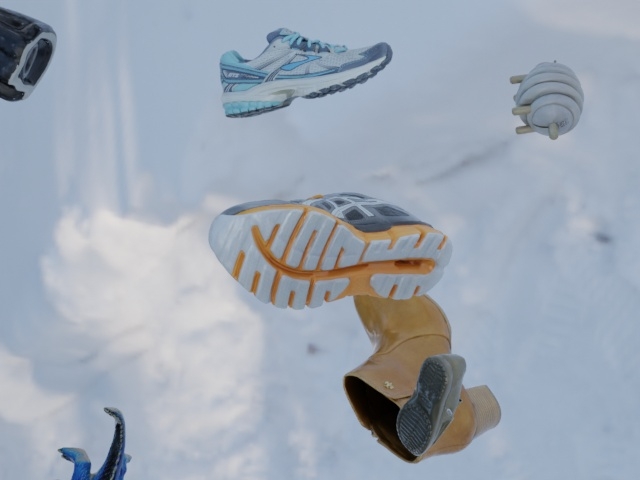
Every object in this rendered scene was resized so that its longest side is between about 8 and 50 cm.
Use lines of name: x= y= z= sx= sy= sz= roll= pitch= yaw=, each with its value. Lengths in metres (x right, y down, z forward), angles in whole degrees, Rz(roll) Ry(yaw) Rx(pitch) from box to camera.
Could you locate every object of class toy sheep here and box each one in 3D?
toy sheep: x=0.276 y=-0.168 z=1.703 sx=0.091 sy=0.091 sz=0.132 roll=-41 pitch=35 yaw=41

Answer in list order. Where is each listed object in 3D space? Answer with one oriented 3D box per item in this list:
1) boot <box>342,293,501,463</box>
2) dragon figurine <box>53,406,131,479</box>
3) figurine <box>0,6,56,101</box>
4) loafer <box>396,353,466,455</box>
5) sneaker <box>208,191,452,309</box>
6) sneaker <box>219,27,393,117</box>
boot: x=0.091 y=0.154 z=1.808 sx=0.295 sy=0.211 sz=0.104 roll=49 pitch=120 yaw=25
dragon figurine: x=-0.253 y=0.306 z=1.535 sx=0.289 sy=0.085 sz=0.144 roll=-51 pitch=37 yaw=39
figurine: x=-0.388 y=-0.150 z=1.325 sx=0.214 sy=0.209 sz=0.092 roll=-63 pitch=-5 yaw=8
loafer: x=0.128 y=0.181 z=1.551 sx=0.056 sy=0.050 sz=0.148 roll=50 pitch=139 yaw=29
sneaker: x=0.000 y=0.000 z=1.089 sx=0.083 sy=0.215 sz=0.084 roll=48 pitch=120 yaw=43
sneaker: x=-0.030 y=-0.279 z=2.185 sx=0.283 sy=0.110 sz=0.122 roll=-14 pitch=93 yaw=11
